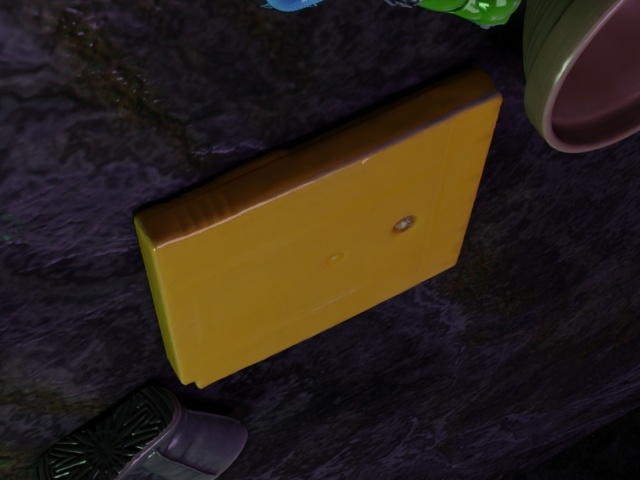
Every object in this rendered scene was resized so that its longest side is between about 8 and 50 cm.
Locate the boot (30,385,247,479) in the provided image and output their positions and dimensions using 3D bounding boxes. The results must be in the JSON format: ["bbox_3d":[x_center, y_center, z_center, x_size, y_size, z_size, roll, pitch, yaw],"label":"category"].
[{"bbox_3d":[-0.186,0.235,1.072,0.190,0.076,0.208,-32,160,0],"label":"boot"}]

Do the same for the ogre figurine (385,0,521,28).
[{"bbox_3d":[0.130,-0.216,0.654,0.118,0.097,0.197,27,101,-41],"label":"ogre figurine"}]

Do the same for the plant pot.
[{"bbox_3d":[0.246,-0.191,0.800,0.237,0.110,0.237,-26,152,-15],"label":"plant pot"}]

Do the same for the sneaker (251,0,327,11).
[{"bbox_3d":[0.004,-0.251,0.393,0.125,0.139,0.341,-16,147,-27],"label":"sneaker"}]

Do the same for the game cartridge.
[{"bbox_3d":[0.000,0.000,0.912,0.324,0.052,0.285,-23,152,-16],"label":"game cartridge"}]
